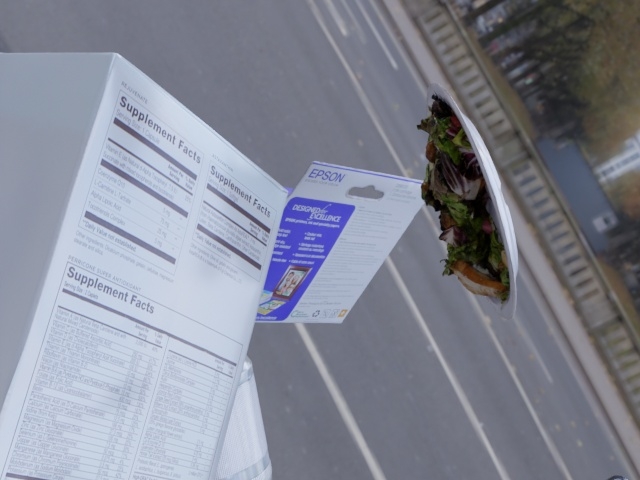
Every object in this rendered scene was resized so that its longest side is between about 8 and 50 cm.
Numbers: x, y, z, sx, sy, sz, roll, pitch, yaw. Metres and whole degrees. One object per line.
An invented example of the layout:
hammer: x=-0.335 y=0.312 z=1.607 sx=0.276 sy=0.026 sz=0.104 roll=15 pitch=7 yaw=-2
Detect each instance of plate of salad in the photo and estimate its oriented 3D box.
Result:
plate of salad: x=0.111 y=-0.028 z=0.771 sx=0.200 sy=0.048 sz=0.200 roll=162 pitch=-90 yaw=-89

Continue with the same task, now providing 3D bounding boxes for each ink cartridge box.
ink cartridge box: x=0.000 y=0.000 z=1.007 sx=0.206 sy=0.208 sz=0.045 roll=6 pitch=36 yaw=-48

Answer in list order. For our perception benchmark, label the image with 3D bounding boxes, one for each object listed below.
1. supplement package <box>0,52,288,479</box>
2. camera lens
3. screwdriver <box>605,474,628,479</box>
supplement package: x=-0.174 y=0.050 z=0.567 sx=0.198 sy=0.199 sz=0.263 roll=37 pitch=63 yaw=-58
camera lens: x=-0.194 y=0.306 z=1.457 sx=0.219 sy=0.219 sz=0.274 roll=-38 pitch=118 yaw=-75
screwdriver: x=0.152 y=0.176 z=0.571 sx=0.170 sy=0.025 sz=0.024 roll=-12 pitch=89 yaw=-51
